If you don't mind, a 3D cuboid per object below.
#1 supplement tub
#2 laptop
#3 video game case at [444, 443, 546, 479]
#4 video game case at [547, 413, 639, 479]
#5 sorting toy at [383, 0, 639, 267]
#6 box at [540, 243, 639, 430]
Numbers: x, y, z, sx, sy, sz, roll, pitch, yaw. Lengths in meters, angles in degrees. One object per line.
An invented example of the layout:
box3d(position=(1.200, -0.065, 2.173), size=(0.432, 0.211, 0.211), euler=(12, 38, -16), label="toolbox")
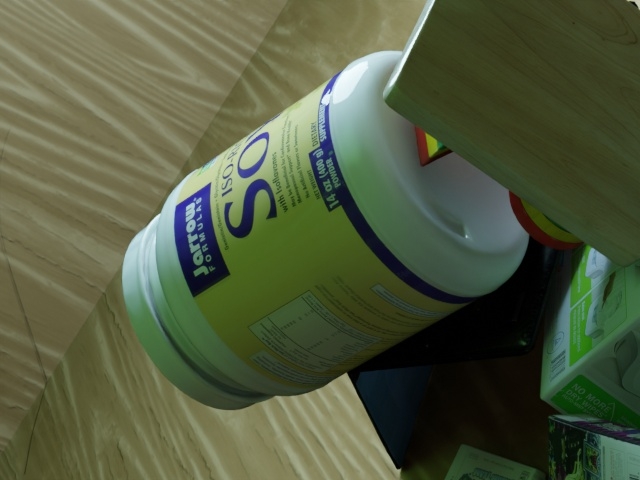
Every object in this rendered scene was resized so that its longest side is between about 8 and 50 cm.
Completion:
box3d(position=(0.000, 0.000, 1.777), size=(0.331, 0.241, 0.241), euler=(-32, 34, 33), label="supplement tub")
box3d(position=(0.190, 0.010, 1.972), size=(0.408, 0.236, 0.382), euler=(-11, 53, 50), label="laptop")
box3d(position=(0.151, 0.281, 1.914), size=(0.143, 0.019, 0.157), euler=(-63, 23, -8), label="video game case")
box3d(position=(0.237, 0.264, 1.540), size=(0.210, 0.041, 0.232), euler=(-178, 86, -76), label="video game case")
box3d(position=(0.185, -0.125, 1.681), size=(0.089, 0.257, 0.255), euler=(-43, 17, 50), label="sorting toy")
box3d(position=(0.314, 0.024, 1.700), size=(0.231, 0.126, 0.262), euler=(-45, 18, 31), label="box")
